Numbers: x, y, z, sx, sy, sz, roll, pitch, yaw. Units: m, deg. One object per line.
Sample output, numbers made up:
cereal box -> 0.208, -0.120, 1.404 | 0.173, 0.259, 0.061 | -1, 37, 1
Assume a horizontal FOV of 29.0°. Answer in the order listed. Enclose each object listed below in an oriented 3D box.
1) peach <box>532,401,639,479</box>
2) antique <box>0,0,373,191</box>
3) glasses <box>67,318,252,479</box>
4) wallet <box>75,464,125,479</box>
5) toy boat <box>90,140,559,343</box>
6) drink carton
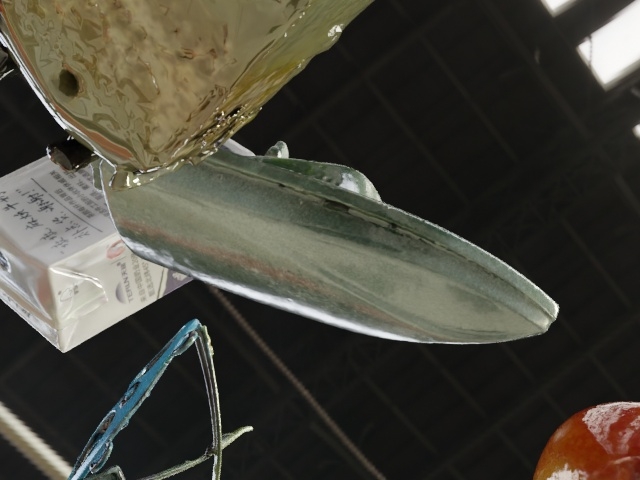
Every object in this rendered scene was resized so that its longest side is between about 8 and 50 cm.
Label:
peach -> 0.367, 0.311, 1.480 | 0.281, 0.281, 0.238 | -29, -70, 15
antique -> -0.030, -0.139, 0.504 | 0.284, 0.150, 0.125 | -42, -94, 29
glasses -> -0.172, 0.221, 1.365 | 0.102, 0.239, 0.207 | 11, -36, 42
wallet -> -0.246, 0.408, 1.146 | 0.237, 0.075, 0.342 | -19, -92, -21
toy boat -> 0.000, 0.000, 0.805 | 0.319, 0.092, 0.141 | 19, -23, 19
drink carton -> -0.176, -0.019, 1.063 | 0.222, 0.134, 0.102 | -31, -40, -33
